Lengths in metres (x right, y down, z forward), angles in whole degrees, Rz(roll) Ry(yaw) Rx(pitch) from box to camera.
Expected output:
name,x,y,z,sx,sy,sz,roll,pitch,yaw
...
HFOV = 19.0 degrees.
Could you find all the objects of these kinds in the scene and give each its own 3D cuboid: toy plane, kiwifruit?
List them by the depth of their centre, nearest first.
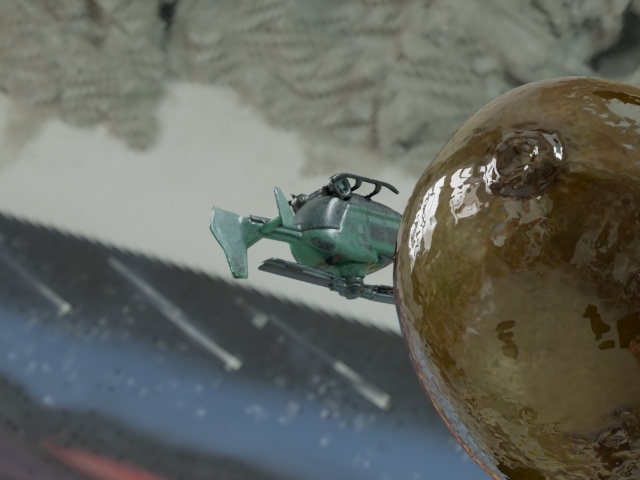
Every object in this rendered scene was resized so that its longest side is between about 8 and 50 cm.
name,x,y,z,sx,sy,sz,roll,pitch,yaw
kiwifruit,0.133,0.030,0.890,0.196,0.196,0.234,10,-25,37
toy plane,0.000,0.000,1.426,0.060,0.096,0.235,-27,-25,37
